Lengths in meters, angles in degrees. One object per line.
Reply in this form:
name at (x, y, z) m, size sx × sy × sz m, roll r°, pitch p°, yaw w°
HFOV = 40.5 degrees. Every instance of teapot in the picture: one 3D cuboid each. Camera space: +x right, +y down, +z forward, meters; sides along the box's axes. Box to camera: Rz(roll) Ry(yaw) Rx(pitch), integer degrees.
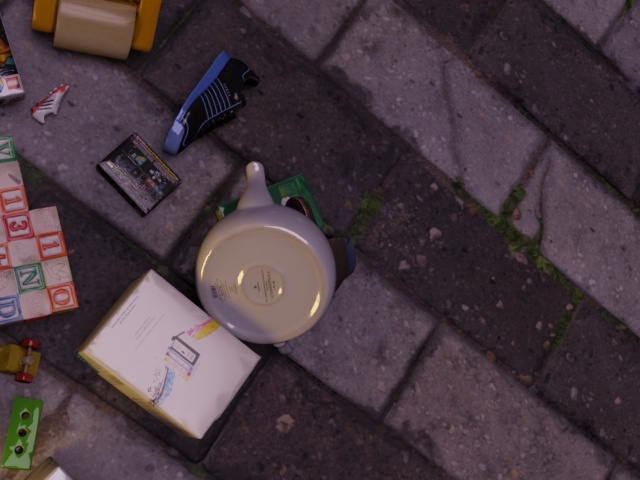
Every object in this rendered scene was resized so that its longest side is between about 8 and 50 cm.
teapot at (-0.088, 0.045, 1.482) m, size 0.252 × 0.187 × 0.256 m, roll 34°, pitch 107°, yaw -10°

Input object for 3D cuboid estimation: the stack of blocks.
stack of blocks at (-0.512, -0.012, 1.403) m, size 0.171 × 0.087 × 0.297 m, roll -13°, pitch 85°, yaw -23°

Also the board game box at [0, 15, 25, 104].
board game box at (-0.651, -0.288, 1.378) m, size 0.305 × 0.053 × 0.193 m, roll -18°, pitch 89°, yaw -24°

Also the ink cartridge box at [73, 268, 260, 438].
ink cartridge box at (-0.254, 0.190, 1.426) m, size 0.233 × 0.171 × 0.168 m, roll 41°, pitch 69°, yaw -11°

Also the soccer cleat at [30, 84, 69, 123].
soccer cleat at (-0.461, -0.236, 1.498) m, size 0.083 × 0.029 × 0.035 m, roll -46°, pitch 108°, yaw -19°

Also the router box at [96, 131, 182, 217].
router box at (-0.319, -0.116, 1.526) m, size 0.122 × 0.038 × 0.092 m, roll 48°, pitch 68°, yaw -8°

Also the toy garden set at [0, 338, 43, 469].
toy garden set at (-0.561, 0.247, 1.358) m, size 0.244 × 0.049 × 0.203 m, roll 9°, pitch 68°, yaw -12°

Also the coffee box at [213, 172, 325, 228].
coffee box at (-0.094, -0.042, 1.600) m, size 0.184 × 0.040 × 0.113 m, roll -25°, pitch 93°, yaw -24°

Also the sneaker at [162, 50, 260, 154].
sneaker at (-0.196, -0.237, 1.573) m, size 0.090 × 0.081 × 0.232 m, roll 32°, pitch 69°, yaw -6°

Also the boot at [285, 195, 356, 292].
boot at (0.000, 0.000, 1.589) m, size 0.106 × 0.082 × 0.219 m, roll -35°, pitch 126°, yaw -35°

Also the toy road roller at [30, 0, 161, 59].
toy road roller at (-0.381, -0.504, 1.512) m, size 0.203 × 0.240 × 0.329 m, roll 7°, pitch 115°, yaw -21°

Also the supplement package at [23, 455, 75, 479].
supplement package at (-0.385, 0.493, 1.303) m, size 0.198 × 0.199 × 0.262 m, roll -44°, pitch 98°, yaw -22°
